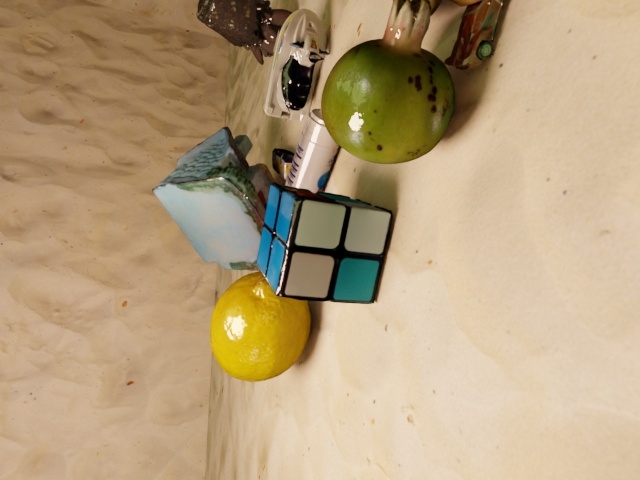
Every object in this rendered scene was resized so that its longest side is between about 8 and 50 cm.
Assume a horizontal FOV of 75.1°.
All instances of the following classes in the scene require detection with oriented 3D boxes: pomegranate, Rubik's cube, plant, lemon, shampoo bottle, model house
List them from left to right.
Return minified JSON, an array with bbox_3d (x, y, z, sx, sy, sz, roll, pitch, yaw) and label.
[{"bbox_3d":[-0.242,-0.140,1.293,0.339,0.298,0.360,-71,-34,-43],"label":"model house"},{"bbox_3d":[-0.231,-0.710,1.359,0.182,0.321,0.194,32,107,49],"label":"plant"},{"bbox_3d":[-0.137,0.197,0.956,0.263,0.236,0.235,-36,50,44],"label":"lemon"},{"bbox_3d":[-0.015,-0.185,0.952,0.092,0.092,0.303,-110,35,-49],"label":"shampoo bottle"},{"bbox_3d":[0.000,0.001,0.739,0.183,0.180,0.167,-143,63,-63],"label":"Rubik's cube"},{"bbox_3d":[0.095,-0.207,0.553,0.180,0.180,0.209,-107,19,-45],"label":"pomegranate"}]

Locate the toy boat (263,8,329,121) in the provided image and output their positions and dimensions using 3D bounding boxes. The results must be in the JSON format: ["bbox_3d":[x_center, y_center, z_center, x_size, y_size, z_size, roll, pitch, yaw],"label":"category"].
[{"bbox_3d":[-0.058,-0.443,1.081,0.140,0.141,0.269,-111,37,-49],"label":"toy boat"}]

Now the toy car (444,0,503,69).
[{"bbox_3d":[0.199,-0.276,0.519,0.059,0.035,0.121,-121,41,-62],"label":"toy car"}]

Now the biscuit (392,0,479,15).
[{"bbox_3d":[0.190,-0.432,0.520,0.237,0.062,0.290,-136,61,-65],"label":"biscuit"}]

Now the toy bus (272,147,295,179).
[{"bbox_3d":[-0.102,-0.226,1.225,0.172,0.058,0.072,-134,45,-63],"label":"toy bus"}]
